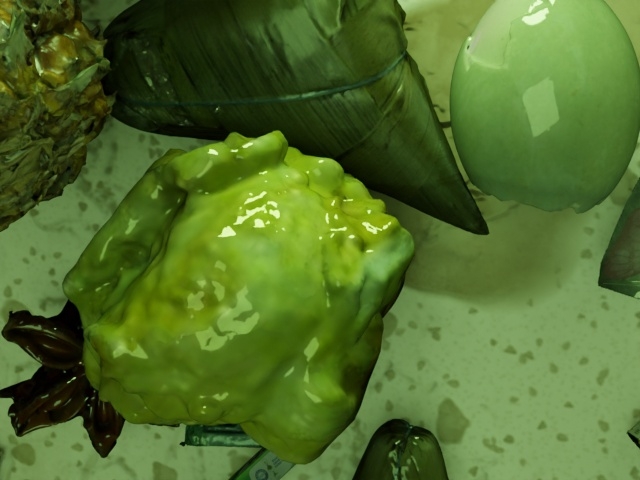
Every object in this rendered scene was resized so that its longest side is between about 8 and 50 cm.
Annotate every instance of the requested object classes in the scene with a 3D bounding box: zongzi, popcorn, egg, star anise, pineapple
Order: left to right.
[{"bbox_3d":[-0.364,-0.164,1.150,0.352,0.352,0.300,-45,69,16],"label":"pineapple"},{"bbox_3d":[-0.241,0.126,1.359,0.220,0.126,0.190,23,106,-19],"label":"star anise"},{"bbox_3d":[-0.081,0.050,1.190,0.312,0.312,0.312,2,102,10],"label":"popcorn"},{"bbox_3d":[-0.030,-0.114,1.270,0.323,0.160,0.360,-19,110,25],"label":"zongzi"},{"bbox_3d":[0.032,0.310,1.355,0.242,0.112,0.221,-9,102,13],"label":"zongzi"},{"bbox_3d":[0.215,-0.142,1.187,0.183,0.183,0.217,10,104,8],"label":"egg"}]

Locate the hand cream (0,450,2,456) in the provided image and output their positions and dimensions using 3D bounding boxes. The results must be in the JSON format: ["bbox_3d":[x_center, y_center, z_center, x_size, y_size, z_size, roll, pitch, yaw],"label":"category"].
[{"bbox_3d":[-0.470,0.254,1.471,0.186,0.054,0.087,18,109,-1],"label":"hand cream"}]

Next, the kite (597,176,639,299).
[{"bbox_3d":[0.381,-0.102,1.212,0.204,0.022,0.360,2,102,-16],"label":"kite"}]

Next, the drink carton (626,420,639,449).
[{"bbox_3d":[0.400,0.240,1.293,0.071,0.056,0.166,-43,92,2],"label":"drink carton"}]

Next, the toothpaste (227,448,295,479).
[{"bbox_3d":[-0.091,0.282,1.407,0.037,0.043,0.178,46,106,1],"label":"toothpaste"}]

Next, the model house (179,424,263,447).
[{"bbox_3d":[-0.071,0.139,1.343,0.148,0.119,0.149,-3,94,12],"label":"model house"}]
